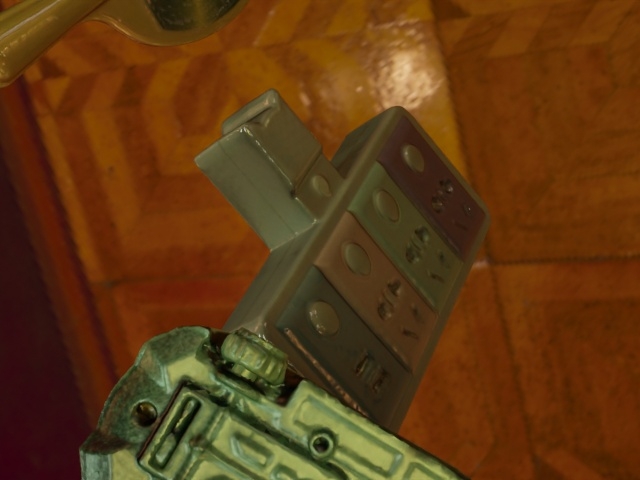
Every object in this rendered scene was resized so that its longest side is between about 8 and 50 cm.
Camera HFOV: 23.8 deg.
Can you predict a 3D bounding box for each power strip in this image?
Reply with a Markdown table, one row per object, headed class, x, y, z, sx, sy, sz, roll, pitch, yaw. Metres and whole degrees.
| class | x | y | z | sx | sy | sz | roll | pitch | yaw |
| --- | --- | --- | --- | --- | --- | --- | --- | --- | --- |
| power strip | 0.000 | 0.000 | 0.731 | 0.061 | 0.215 | 0.145 | -30 | 107 | 33 |

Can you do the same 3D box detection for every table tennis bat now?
| class | x | y | z | sx | sy | sz | roll | pitch | yaw |
| --- | --- | --- | --- | --- | --- | --- | --- | --- | --- |
| table tennis bat | -0.169 | -0.235 | 1.280 | 0.050 | 0.321 | 0.198 | 9 | 135 | 53 |

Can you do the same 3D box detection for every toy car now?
| class | x | y | z | sx | sy | sz | roll | pitch | yaw |
| --- | --- | --- | --- | --- | --- | --- | --- | --- | --- |
| toy car | 0.006 | 0.103 | 0.525 | 0.186 | 0.058 | 0.093 | 30 | 81 | 2 |
